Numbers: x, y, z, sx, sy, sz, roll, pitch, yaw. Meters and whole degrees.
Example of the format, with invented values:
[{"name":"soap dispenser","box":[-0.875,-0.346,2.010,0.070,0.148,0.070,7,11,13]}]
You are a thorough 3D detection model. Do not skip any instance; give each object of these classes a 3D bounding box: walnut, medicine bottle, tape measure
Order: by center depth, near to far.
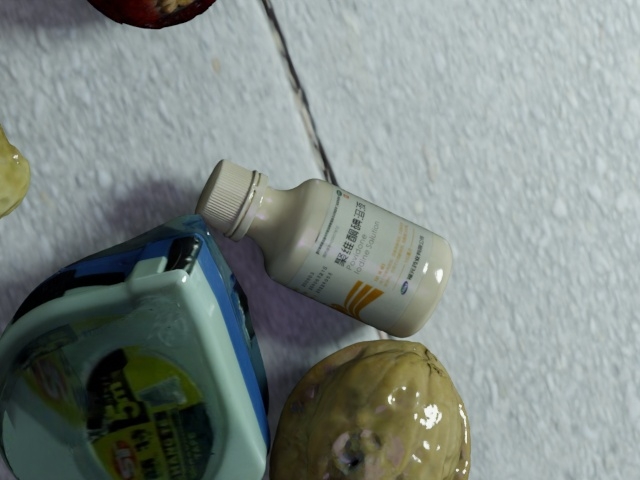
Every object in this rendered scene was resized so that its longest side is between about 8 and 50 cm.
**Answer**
[{"name":"tape measure","box":[-0.187,0.141,1.469,0.262,0.138,0.259,-16,111,4]},{"name":"medicine bottle","box":[0.000,0.000,1.519,0.252,0.114,0.114,26,94,-10]},{"name":"walnut","box":[0.050,0.213,1.521,0.198,0.198,0.245,25,85,-12]}]

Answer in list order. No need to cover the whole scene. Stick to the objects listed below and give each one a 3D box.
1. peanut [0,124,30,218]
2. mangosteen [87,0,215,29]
[{"name":"peanut","box":[-0.416,-0.109,1.430,0.305,0.147,0.147,20,95,-16]},{"name":"mangosteen","box":[-0.165,-0.291,1.433,0.166,0.166,0.180,-22,75,-5]}]
